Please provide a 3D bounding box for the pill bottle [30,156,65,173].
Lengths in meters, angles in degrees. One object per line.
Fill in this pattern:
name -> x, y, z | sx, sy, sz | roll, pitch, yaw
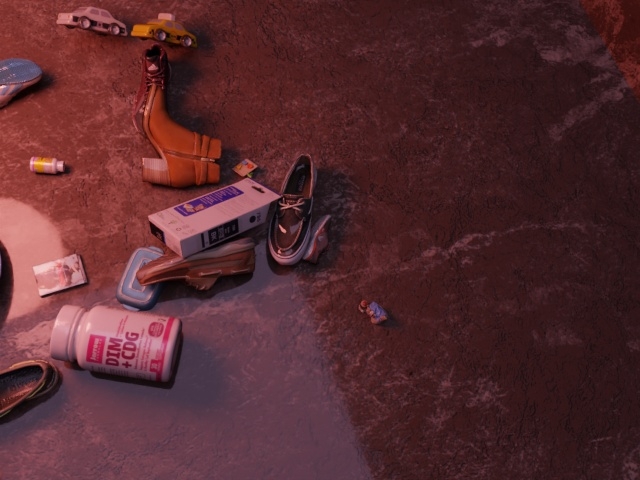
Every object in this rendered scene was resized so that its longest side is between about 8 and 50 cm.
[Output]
pill bottle -> -0.750, -0.206, 1.645 | 0.083, 0.043, 0.043 | 3, 70, -11

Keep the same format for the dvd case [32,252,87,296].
dvd case -> -0.683, 0.090, 1.567 | 0.119, 0.013, 0.087 | -17, 74, -17

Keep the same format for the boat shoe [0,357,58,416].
boat shoe -> -0.777, 0.371, 1.402 | 0.305, 0.091, 0.109 | -27, 77, -19

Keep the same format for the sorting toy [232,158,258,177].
sorting toy -> -0.214, -0.210, 1.751 | 0.062, 0.012, 0.083 | -36, 49, -22

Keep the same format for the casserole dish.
casserole dish -> -0.472, 0.097, 1.595 | 0.114, 0.037, 0.188 | 19, 67, -5

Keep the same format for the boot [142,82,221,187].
boot -> -0.386, -0.290, 1.682 | 0.220, 0.109, 0.283 | 0, 92, -19

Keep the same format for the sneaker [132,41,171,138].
sneaker -> -0.490, -0.446, 1.721 | 0.106, 0.162, 0.281 | 1, 70, -11

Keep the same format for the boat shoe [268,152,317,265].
boat shoe -> -0.082, -0.098, 1.690 | 0.121, 0.119, 0.335 | 5, 64, 6

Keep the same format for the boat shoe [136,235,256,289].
boat shoe -> -0.317, 0.077, 1.581 | 0.324, 0.123, 0.116 | -15, 101, -19

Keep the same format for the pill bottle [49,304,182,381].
pill bottle -> -0.496, 0.248, 1.467 | 0.283, 0.160, 0.160 | 10, 69, -7

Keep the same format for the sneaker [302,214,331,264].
sneaker -> 0.000, 0.000, 1.724 | 0.065, 0.061, 0.158 | 35, 69, -22

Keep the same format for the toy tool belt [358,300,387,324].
toy tool belt -> 0.150, 0.195, 1.675 | 0.083, 0.051, 0.052 | 44, 68, 7

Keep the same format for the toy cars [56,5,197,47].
toy cars -> -0.563, -0.642, 1.766 | 0.394, 0.176, 0.087 | 6, 102, -9

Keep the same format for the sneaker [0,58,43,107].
sneaker -> -0.890, -0.433, 1.672 | 0.229, 0.092, 0.087 | -28, 77, -17

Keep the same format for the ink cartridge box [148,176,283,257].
ink cartridge box -> -0.275, -0.069, 1.614 | 0.333, 0.065, 0.165 | -27, 41, -33
